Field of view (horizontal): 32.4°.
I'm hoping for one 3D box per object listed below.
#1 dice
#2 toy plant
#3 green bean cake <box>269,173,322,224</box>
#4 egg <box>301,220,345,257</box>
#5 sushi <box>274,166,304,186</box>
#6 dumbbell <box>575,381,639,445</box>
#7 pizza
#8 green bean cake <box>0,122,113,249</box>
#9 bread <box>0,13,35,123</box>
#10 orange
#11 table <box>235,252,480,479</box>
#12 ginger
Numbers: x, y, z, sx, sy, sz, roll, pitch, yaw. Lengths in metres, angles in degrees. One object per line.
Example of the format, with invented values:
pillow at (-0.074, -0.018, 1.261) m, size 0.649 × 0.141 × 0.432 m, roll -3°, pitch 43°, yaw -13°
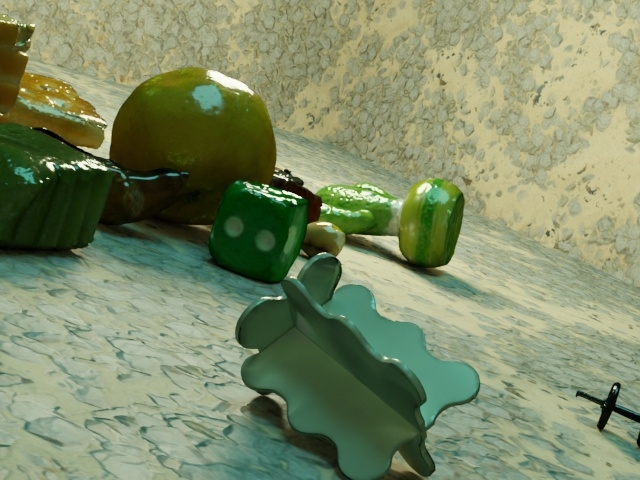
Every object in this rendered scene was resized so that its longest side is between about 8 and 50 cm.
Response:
dice at (-0.093, -0.016, 1.675) m, size 0.120 × 0.131 × 0.128 m, roll 19°, pitch 10°, yaw 10°
toy plant at (0.128, -0.058, 2.280) m, size 0.315 × 0.185 × 0.224 m, roll 12°, pitch 26°, yaw 15°
green bean cake at (-0.082, -0.065, 1.995) m, size 0.198 × 0.097 × 0.232 m, roll 22°, pitch -1°, yaw 31°
egg at (0.000, 0.000, 1.945) m, size 0.083 × 0.071 × 0.071 m, roll 20°, pitch 9°, yaw 9°
sushi at (-0.158, -0.160, 2.529) m, size 0.320 × 0.069 × 0.339 m, roll 15°, pitch 10°, yaw -25°
dumbbell at (0.415, 0.233, 1.480) m, size 0.147 × 0.069 × 0.069 m, roll 22°, pitch 10°, yaw 13°
pizza at (-0.585, -0.265, 2.129) m, size 0.408 × 0.114 × 0.278 m, roll 22°, pitch 11°, yaw 6°
green bean cake at (-0.409, -0.074, 1.400) m, size 0.248 × 0.125 × 0.222 m, roll 23°, pitch 11°, yaw 29°
bread at (-0.592, -0.267, 1.762) m, size 0.111 × 0.239 × 0.246 m, roll 30°, pitch 11°, yaw 28°
orange at (-0.207, -0.154, 1.795) m, size 0.279 × 0.279 × 0.235 m, roll 15°, pitch 53°, yaw -25°
table at (0.036, 0.132, 1.063) m, size 0.198 × 0.167 × 0.166 m, roll 36°, pitch 18°, yaw 36°
ginger at (-0.362, -0.094, 1.645) m, size 0.309 × 0.107 × 0.133 m, roll 19°, pitch 12°, yaw 17°
